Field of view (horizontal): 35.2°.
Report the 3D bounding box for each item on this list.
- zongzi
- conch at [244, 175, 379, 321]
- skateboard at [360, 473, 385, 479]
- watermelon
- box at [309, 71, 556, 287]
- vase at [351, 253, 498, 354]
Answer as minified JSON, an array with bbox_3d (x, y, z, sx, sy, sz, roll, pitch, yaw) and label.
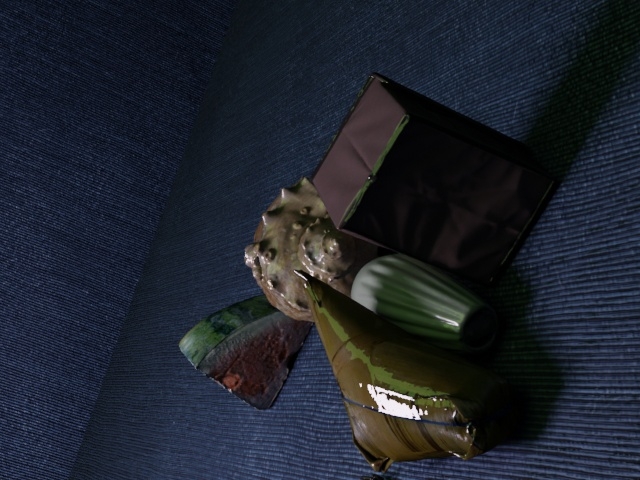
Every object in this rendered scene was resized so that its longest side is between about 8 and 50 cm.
[{"bbox_3d":[0.096,0.135,1.258,0.260,0.123,0.289,-27,87,56],"label":"zongzi"},{"bbox_3d":[-0.012,-0.011,1.745,0.297,0.210,0.352,-55,22,-13],"label":"conch"},{"bbox_3d":[0.075,0.352,1.354,0.151,0.067,0.080,-33,30,61],"label":"skateboard"},{"bbox_3d":[-0.117,0.207,1.885,0.261,0.201,0.213,-26,14,-15],"label":"watermelon"},{"bbox_3d":[0.148,-0.077,1.337,0.188,0.252,0.153,-59,24,16],"label":"box"},{"bbox_3d":[0.143,0.093,1.369,0.248,0.128,0.128,17,85,59],"label":"vase"}]
